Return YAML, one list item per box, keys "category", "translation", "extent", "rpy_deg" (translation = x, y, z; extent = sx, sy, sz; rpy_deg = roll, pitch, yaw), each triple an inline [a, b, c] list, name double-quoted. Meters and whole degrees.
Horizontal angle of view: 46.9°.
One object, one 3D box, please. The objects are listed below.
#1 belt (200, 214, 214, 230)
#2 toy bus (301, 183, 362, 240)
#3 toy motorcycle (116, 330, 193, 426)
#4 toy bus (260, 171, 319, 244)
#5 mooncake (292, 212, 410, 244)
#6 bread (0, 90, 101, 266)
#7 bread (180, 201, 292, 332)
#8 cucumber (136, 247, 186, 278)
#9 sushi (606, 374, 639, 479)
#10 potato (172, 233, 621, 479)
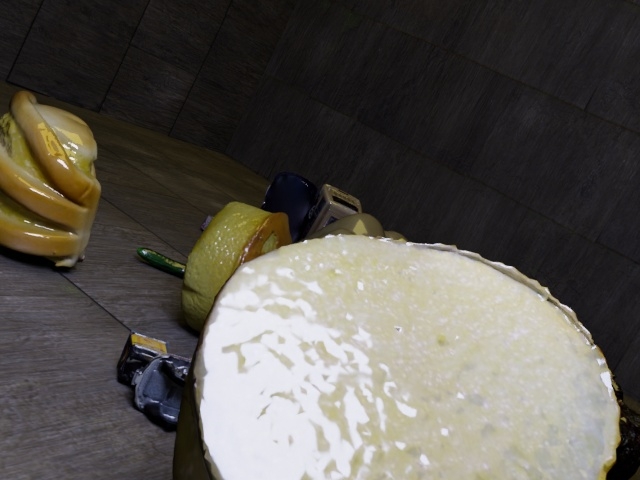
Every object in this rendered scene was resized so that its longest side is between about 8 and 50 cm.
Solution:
- category: "belt"
  translation: [-0.269, -0.007, 2.068]
  extent: [0.071, 0.053, 0.232]
  rpy_deg: [13, 15, -32]
- category: "toy bus"
  translation: [0.000, 0.000, 2.104]
  extent: [0.139, 0.290, 0.157]
  rpy_deg: [27, 21, -17]
- category: "toy motorcycle"
  translation: [-0.147, 0.213, 1.041]
  extent: [0.263, 0.091, 0.157]
  rpy_deg: [22, 6, -21]
- category: "toy bus"
  translation: [-0.108, -0.022, 1.838]
  extent: [0.127, 0.303, 0.147]
  rpy_deg: [25, 4, 1]
- category: "mooncake"
  translation: [0.085, 0.140, 1.270]
  extent: [0.378, 0.200, 0.379]
  rpy_deg: [43, 30, -33]
- category: "bread"
  translation: [-0.519, -0.117, 1.311]
  extent: [0.211, 0.270, 0.316]
  rpy_deg: [3, 28, -36]
- category: "bread"
  translation: [-0.145, 0.064, 1.356]
  extent: [0.148, 0.270, 0.270]
  rpy_deg: [20, 7, 14]
- category: "cucumber"
  translation: [-0.317, 0.059, 1.605]
  extent: [0.184, 0.033, 0.036]
  rpy_deg: [25, -9, -25]
- category: "sushi"
  translation: [0.618, 0.413, 1.762]
  extent: [0.207, 0.235, 0.348]
  rpy_deg: [23, 5, -28]
- category: "potato"
  translation: [0.063, 0.231, 0.782]
  extent: [0.441, 0.319, 0.386]
  rpy_deg: [0, 53, -17]
